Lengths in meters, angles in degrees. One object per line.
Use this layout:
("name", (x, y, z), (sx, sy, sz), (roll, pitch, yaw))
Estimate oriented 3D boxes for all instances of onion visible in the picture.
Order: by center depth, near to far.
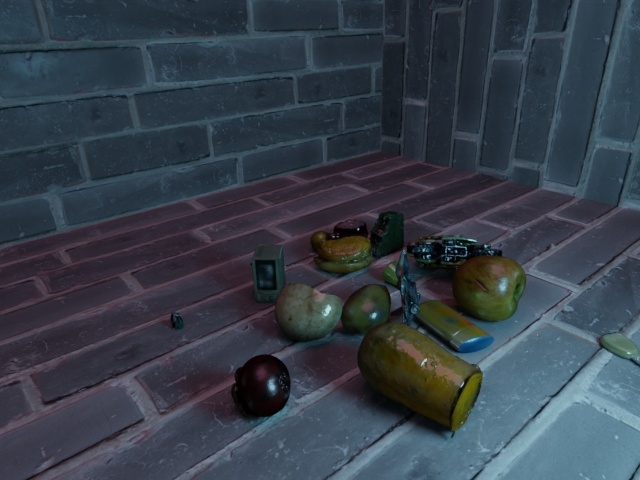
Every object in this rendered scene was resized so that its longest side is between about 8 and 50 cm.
("onion", (0.131, -0.020, 2.349), (0.218, 0.139, 0.195), (-20, 27, -33))

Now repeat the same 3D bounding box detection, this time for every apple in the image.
("apple", (0.638, 0.176, 1.762), (0.265, 0.264, 0.264), (-2, 25, 1))
("apple", (0.000, 0.000, 2.361), (0.102, 0.099, 0.114), (-2, 28, 5))

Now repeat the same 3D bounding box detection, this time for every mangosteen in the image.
("mangosteen", (-0.184, 0.437, 1.374), (0.200, 0.199, 0.199), (-2, 25, 1))

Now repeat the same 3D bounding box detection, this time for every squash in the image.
("squash", (0.348, 0.166, 2.006), (0.105, 0.105, 0.132), (-20, 44, -33))

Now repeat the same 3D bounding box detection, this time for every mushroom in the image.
("mushroom", (-0.052, 0.282, 1.699), (0.254, 0.195, 0.188), (12, 62, 26))

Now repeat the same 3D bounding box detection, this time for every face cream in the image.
("face cream", (0.479, 0.313, 1.688), (0.140, 0.067, 0.285), (-17, 29, -24))

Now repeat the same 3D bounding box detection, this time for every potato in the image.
("potato", (0.181, 0.251, 1.731), (0.175, 0.159, 0.251), (12, 40, 25))

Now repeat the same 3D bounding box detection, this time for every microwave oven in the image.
("microwave oven", (-0.223, 0.138, 1.953), (0.130, 0.204, 0.163), (0, 24, 2))

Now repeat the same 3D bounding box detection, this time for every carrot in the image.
("carrot", (0.282, 0.387, 1.364), (0.341, 0.224, 0.224), (23, 35, 37))

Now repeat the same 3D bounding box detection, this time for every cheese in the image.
("cheese", (1.038, 0.378, 1.545), (0.097, 0.037, 0.192), (-8, 25, -10))

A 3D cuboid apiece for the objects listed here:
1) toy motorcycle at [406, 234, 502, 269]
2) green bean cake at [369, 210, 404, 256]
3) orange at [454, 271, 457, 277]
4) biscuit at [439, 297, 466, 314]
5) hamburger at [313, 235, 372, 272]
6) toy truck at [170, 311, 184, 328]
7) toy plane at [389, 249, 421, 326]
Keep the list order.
("toy motorcycle", (0.588, 0.052, 2.079), (0.411, 0.168, 0.237), (4, -7, 3))
("green bean cake", (0.317, -0.039, 2.299), (0.194, 0.208, 0.107), (-14, 25, -29))
("orange", (0.621, 0.163, 1.985), (0.085, 0.085, 0.095), (-15, 23, -25))
("biscuit", (0.532, 0.265, 1.849), (0.120, 0.015, 0.120), (-2, 26, 1))
("hamburger", (0.110, 0.081, 2.133), (0.283, 0.143, 0.156), (-9, 32, -4))
("toy truck", (-0.560, 0.312, 1.801), (0.044, 0.039, 0.083), (5, 21, -27))
("toy plane", (0.316, 0.182, 1.674), (0.105, 0.325, 0.223), (6, 26, 10))
